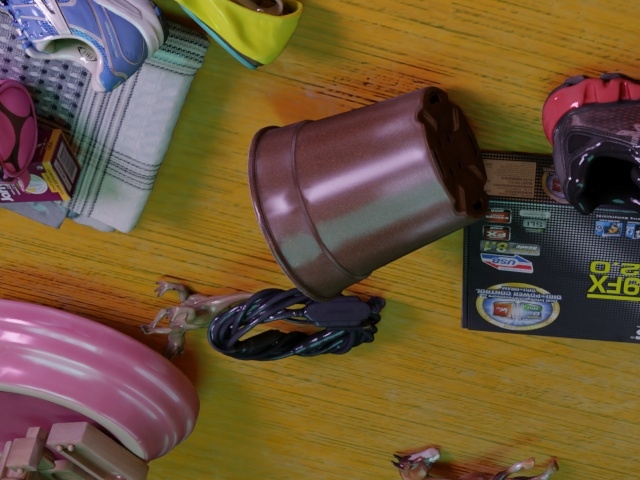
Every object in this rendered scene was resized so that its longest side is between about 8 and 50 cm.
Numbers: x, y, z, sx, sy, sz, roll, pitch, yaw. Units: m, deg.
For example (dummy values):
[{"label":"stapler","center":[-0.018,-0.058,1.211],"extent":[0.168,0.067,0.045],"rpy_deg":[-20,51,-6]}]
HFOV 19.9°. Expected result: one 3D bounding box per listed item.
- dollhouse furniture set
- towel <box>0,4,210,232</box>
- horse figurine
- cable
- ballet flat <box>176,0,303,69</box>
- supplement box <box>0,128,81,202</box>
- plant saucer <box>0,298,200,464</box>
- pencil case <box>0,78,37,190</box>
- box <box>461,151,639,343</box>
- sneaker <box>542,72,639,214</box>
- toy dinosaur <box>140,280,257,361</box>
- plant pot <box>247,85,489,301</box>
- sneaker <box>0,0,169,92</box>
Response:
[{"label":"dollhouse furniture set","center":[-0.284,0.285,1.982],"extent":[0.151,0.123,0.144],"rpy_deg":[-7,146,34]},{"label":"towel","center":[-0.288,-0.125,1.654],"extent":[0.312,0.056,0.324],"rpy_deg":[17,145,-11]},{"label":"horse figurine","center":[0.222,0.319,2.147],"extent":[0.174,0.066,0.263],"rpy_deg":[-21,133,27]},{"label":"cable","center":[-0.030,0.087,1.875],"extent":[0.184,0.047,0.150],"rpy_deg":[-4,162,-18]},{"label":"ballet flat","center":[-0.106,-0.223,1.474],"extent":[0.231,0.077,0.077],"rpy_deg":[32,118,-33]},{"label":"supplement box","center":[-0.268,-0.067,1.656],"extent":[0.083,0.043,0.055],"rpy_deg":[-2,141,19]},{"label":"plant saucer","center":[-0.302,0.176,2.013],"extent":[0.332,0.084,0.332],"rpy_deg":[11,153,6]},{"label":"pencil case","center":[-0.357,-0.088,1.613],"extent":[0.209,0.095,0.098],"rpy_deg":[0,126,20]},{"label":"box","center":[0.269,0.013,1.714],"extent":[0.270,0.060,0.216],"rpy_deg":[5,144,6]},{"label":"sneaker","center":[0.318,-0.078,1.513],"extent":[0.276,0.135,0.098],"rpy_deg":[-6,140,18]},{"label":"toy dinosaur","center":[-0.127,0.072,1.911],"extent":[0.092,0.053,0.183],"rpy_deg":[17,144,-40]},{"label":"plant pot","center":[0.049,-0.049,1.603],"extent":[0.165,0.167,0.167],"rpy_deg":[-20,136,25]},{"label":"sneaker","center":[-0.229,-0.200,1.481],"extent":[0.211,0.081,0.080],"rpy_deg":[31,159,0]}]
